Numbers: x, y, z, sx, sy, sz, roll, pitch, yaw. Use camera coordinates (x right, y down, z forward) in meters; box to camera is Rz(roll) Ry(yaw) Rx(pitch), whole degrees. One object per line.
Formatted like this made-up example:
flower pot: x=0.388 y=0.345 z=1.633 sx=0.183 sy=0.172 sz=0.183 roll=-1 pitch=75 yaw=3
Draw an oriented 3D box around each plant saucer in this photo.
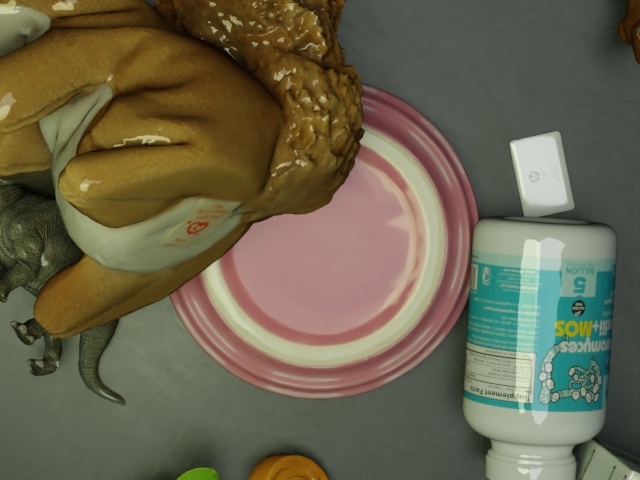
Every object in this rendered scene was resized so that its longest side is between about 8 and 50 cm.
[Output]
plant saucer: x=0.000 y=0.000 z=1.838 sx=0.332 sy=0.084 sz=0.332 roll=0 pitch=94 yaw=-2

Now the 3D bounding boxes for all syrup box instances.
syrup box: x=0.304 y=0.267 z=1.793 sx=0.093 sy=0.237 sz=0.096 roll=24 pitch=92 yaw=-5

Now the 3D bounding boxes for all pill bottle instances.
pill bottle: x=0.219 y=0.111 z=1.824 sx=0.146 sy=0.146 sz=0.264 roll=3 pitch=95 yaw=-3

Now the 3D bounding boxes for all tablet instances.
tablet: x=0.230 y=-0.068 z=1.882 sx=0.054 sy=0.006 sz=0.083 roll=-12 pitch=94 yaw=-1

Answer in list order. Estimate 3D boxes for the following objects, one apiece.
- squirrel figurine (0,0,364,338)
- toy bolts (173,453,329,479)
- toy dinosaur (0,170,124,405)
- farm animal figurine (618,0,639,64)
squirrel figurine: x=-0.161 y=-0.173 z=1.708 sx=0.397 sy=0.281 sz=0.370 roll=-21 pitch=66 yaw=-16
toy bolts: x=-0.092 y=0.341 z=1.859 sx=0.218 sy=0.158 sz=0.229 roll=-16 pitch=83 yaw=-41
toy dinosaur: x=-0.260 y=0.032 z=1.806 sx=0.160 sy=0.121 sz=0.313 roll=-47 pitch=107 yaw=-25
farm animal figurine: x=0.458 y=-0.245 z=1.757 sx=0.330 sy=0.172 sz=0.327 roll=26 pitch=90 yaw=12
